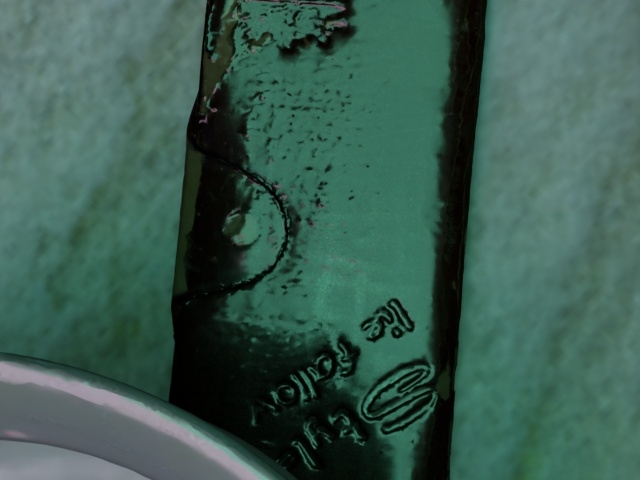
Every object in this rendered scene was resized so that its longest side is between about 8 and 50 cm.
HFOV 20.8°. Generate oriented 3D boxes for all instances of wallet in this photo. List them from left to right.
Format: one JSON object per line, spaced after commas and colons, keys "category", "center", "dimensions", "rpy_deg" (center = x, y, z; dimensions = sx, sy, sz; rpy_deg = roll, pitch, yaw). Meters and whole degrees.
{"category": "wallet", "center": [0.000, 0.000, 0.712], "dimensions": [0.122, 0.031, 0.232], "rpy_deg": [5, 93, 6]}

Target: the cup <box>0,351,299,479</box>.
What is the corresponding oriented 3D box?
{"category": "cup", "center": [-0.101, 0.196, 0.656], "dimensions": [0.347, 0.163, 0.347], "rpy_deg": [2, 98, 11]}
